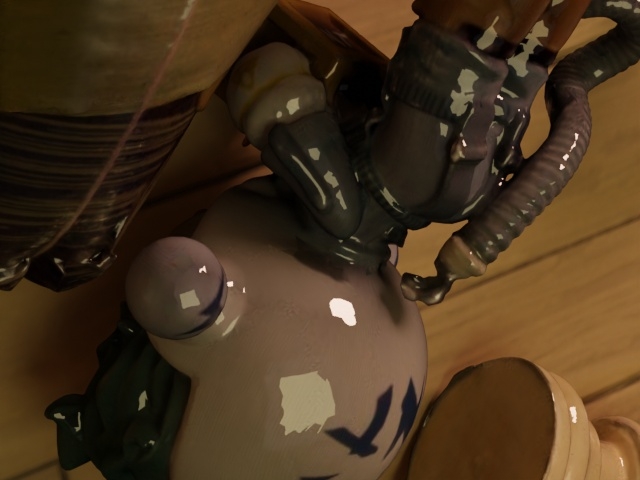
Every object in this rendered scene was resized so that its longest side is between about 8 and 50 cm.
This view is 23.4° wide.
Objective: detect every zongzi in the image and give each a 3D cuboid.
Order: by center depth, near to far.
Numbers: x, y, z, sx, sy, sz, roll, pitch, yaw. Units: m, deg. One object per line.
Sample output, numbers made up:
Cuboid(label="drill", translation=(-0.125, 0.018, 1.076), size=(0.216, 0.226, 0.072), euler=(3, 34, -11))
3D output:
Cuboid(label="zongzi", translation=(-0.041, -0.131, 0.748), size=(0.317, 0.154, 0.289), euler=(-8, 124, -32))

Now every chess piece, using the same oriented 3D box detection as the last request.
Cuboid(label="chess piece", translation=(0.205, 0.183, 1.125), size=(0.307, 0.124, 0.139), euler=(20, 69, -44))

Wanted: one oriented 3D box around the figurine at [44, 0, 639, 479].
Cuboid(label="figurine", translation=(-0.003, -0.001, 0.819), size=(0.261, 0.186, 0.382), euler=(8, 115, -52))
